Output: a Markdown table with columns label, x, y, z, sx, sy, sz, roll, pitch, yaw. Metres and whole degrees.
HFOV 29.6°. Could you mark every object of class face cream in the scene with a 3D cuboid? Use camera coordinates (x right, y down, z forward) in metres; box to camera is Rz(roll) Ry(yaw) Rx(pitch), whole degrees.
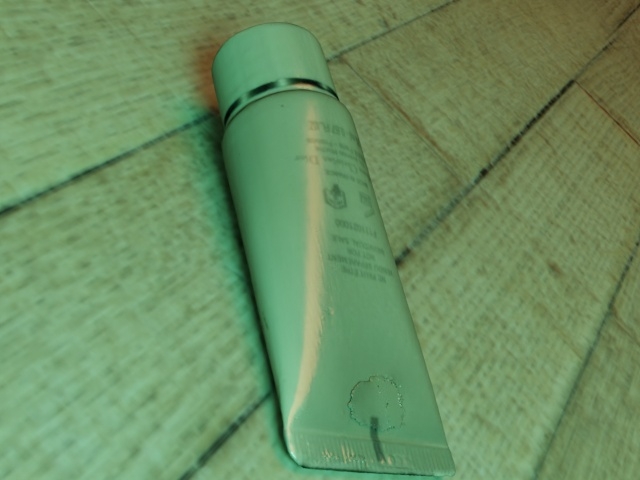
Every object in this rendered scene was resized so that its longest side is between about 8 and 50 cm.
| label | x | y | z | sx | sy | sz | roll | pitch | yaw |
| --- | --- | --- | --- | --- | --- | --- | --- | --- | --- |
| face cream | 0.000 | 0.000 | 0.772 | 0.143 | 0.089 | 0.314 | 16 | 46 | -44 |
